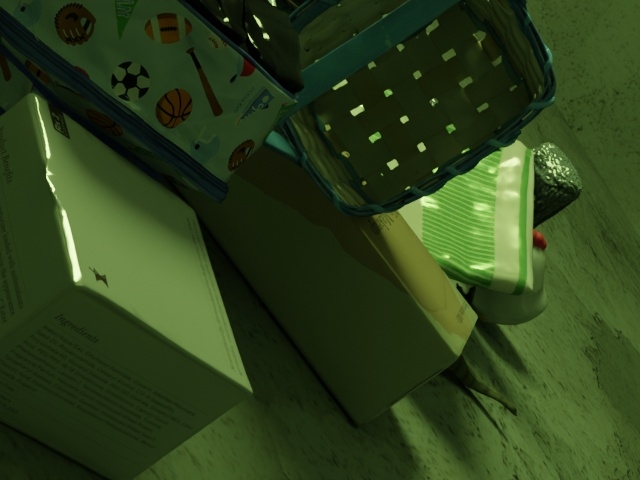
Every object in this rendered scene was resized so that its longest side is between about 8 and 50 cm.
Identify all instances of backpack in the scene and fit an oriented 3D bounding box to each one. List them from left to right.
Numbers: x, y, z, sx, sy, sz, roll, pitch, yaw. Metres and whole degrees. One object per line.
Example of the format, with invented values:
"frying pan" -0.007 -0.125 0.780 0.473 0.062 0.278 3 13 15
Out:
"backpack" -0.154 -0.140 1.382 0.276 0.213 0.263 30 0 -45

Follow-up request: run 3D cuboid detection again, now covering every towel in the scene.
"towel" 0.076 -0.076 1.945 0.325 0.038 0.248 23 40 -14

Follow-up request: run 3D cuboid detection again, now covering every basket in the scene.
"basket" 0.065 -0.138 1.573 0.201 0.255 0.289 58 1 7

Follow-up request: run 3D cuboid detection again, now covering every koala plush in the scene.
"koala plush" 0.141 -0.085 2.159 0.196 0.203 0.221 -22 78 -43

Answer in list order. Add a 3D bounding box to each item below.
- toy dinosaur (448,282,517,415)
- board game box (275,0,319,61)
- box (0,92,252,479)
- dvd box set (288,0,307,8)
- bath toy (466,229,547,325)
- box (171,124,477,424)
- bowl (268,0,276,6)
"toy dinosaur" 0.128 0.091 2.021 0.268 0.064 0.118 38 37 -45
"board game box" -0.050 -0.235 2.205 0.317 0.046 0.213 60 17 19
"box" -0.160 0.033 1.242 0.182 0.119 0.181 37 24 -44
"dvd box set" -0.086 -0.406 2.271 0.307 0.062 0.420 41 13 -1
"bath toy" 0.201 -0.043 2.369 0.151 0.129 0.348 8 36 -20
"box" 0.000 0.000 1.739 0.311 0.121 0.148 52 18 -5
"bowl" -0.167 -0.268 1.714 0.289 0.156 0.289 -19 90 -75
